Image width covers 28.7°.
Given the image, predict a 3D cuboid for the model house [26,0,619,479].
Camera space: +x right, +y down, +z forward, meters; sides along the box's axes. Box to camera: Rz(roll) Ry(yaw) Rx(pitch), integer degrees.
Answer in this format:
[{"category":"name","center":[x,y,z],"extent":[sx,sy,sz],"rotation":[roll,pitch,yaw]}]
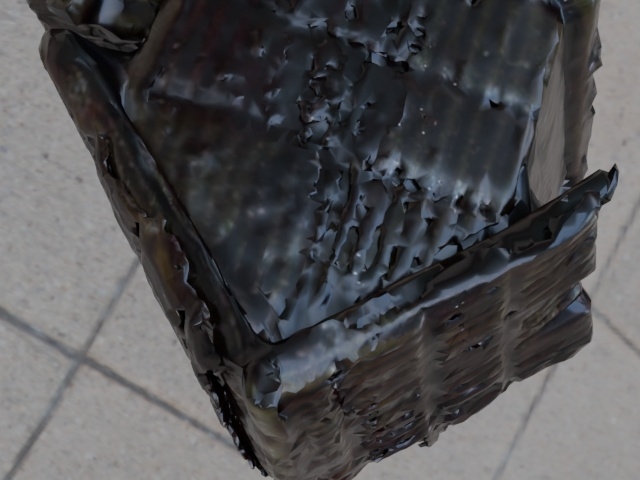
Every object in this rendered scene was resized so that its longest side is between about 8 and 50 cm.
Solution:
[{"category":"model house","center":[0.000,0.000,0.658],"extent":[0.317,0.297,0.283],"rotation":[78,23,-66]}]
